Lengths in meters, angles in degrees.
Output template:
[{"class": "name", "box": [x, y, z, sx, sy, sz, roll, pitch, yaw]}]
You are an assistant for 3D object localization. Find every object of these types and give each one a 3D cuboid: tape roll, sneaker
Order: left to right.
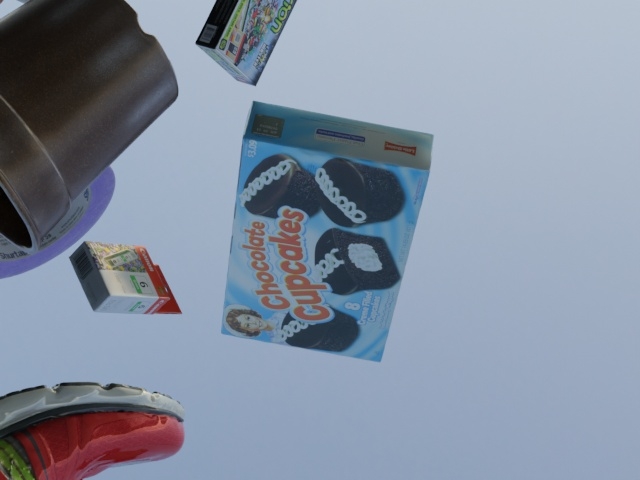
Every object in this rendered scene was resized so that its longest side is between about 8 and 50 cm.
[{"class": "sneaker", "box": [-0.208, 0.167, 0.934, 0.279, 0.107, 0.118, -11, -106, -33]}, {"class": "tape roll", "box": [-0.315, -0.049, 1.532, 0.189, 0.189, 0.080, -34, -111, -11]}]

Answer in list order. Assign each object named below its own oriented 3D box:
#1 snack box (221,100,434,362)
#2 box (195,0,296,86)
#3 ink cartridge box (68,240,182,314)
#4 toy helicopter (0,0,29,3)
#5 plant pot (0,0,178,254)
[{"class": "snack box", "box": [0.000, 0.000, 1.548, 0.187, 0.322, 0.060, 10, -131, 0]}, {"class": "box", "box": [-0.080, -0.319, 1.918, 0.036, 0.114, 0.207, 20, -99, 32]}, {"class": "ink cartridge box", "box": [-0.172, 0.035, 1.353, 0.029, 0.115, 0.063, -43, -118, 28]}, {"class": "toy helicopter", "box": [-0.283, -0.402, 1.408, 0.140, 0.355, 0.235, 3, -149, 31]}, {"class": "plant pot", "box": [-0.207, -0.106, 1.101, 0.165, 0.167, 0.167, -43, -135, -18]}]
